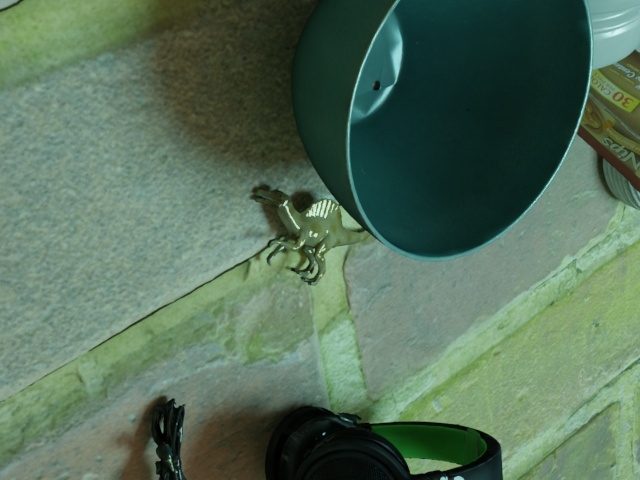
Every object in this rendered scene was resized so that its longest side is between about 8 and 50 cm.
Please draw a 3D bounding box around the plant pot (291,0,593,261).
[{"bbox_3d":[0.085,-0.150,0.770,0.290,0.195,0.290,-18,122,-31],"label":"plant pot"}]

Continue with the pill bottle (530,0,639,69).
[{"bbox_3d":[0.256,-0.344,0.745,0.204,0.204,0.361,-38,150,-17],"label":"pill bottle"}]

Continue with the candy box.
[{"bbox_3d":[0.455,-0.228,1.024,0.316,0.183,0.087,-40,167,-16],"label":"candy box"}]

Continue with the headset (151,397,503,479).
[{"bbox_3d":[0.012,0.243,0.921,0.395,0.243,0.185,-6,92,-17],"label":"headset"}]

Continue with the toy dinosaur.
[{"bbox_3d":[0.000,0.000,0.881,0.183,0.053,0.092,20,98,-42],"label":"toy dinosaur"}]

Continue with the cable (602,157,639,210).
[{"bbox_3d":[0.521,-0.162,1.182,0.257,0.089,0.257,-30,127,-22],"label":"cable"}]
